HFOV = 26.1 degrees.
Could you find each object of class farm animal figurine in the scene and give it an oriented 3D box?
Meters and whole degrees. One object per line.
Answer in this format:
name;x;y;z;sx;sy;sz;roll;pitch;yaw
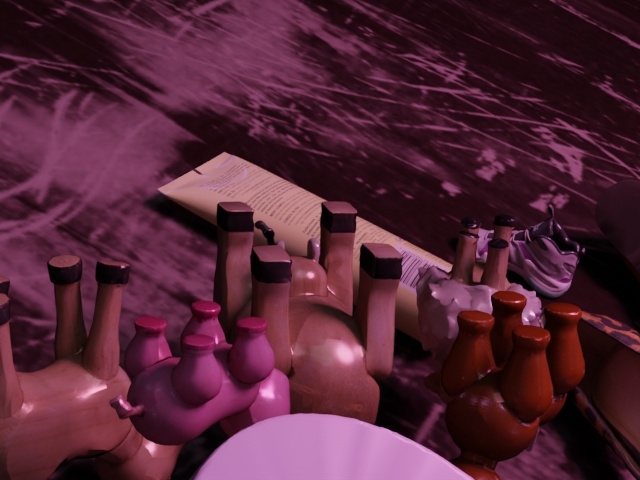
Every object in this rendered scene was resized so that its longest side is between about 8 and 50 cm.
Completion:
farm animal figurine;-0.027;0.089;0.795;0.330;0.172;0.327;5;16;1

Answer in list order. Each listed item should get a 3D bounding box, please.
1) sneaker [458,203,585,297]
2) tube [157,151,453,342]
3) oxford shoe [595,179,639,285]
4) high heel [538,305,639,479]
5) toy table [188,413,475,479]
sneaker;0.165;-0.004;1.107;0.098;0.069;0.038;25;35;4
tube;0.000;0.000;1.034;0.240;0.062;0.070;29;-8;17
oxford shoe;0.302;0.045;1.123;0.076;0.076;0.212;41;20;-56
high heel;0.203;0.108;0.908;0.186;0.093;0.261;39;7;15
toy table;0.026;0.219;0.611;0.252;0.161;0.274;-20;73;-26
